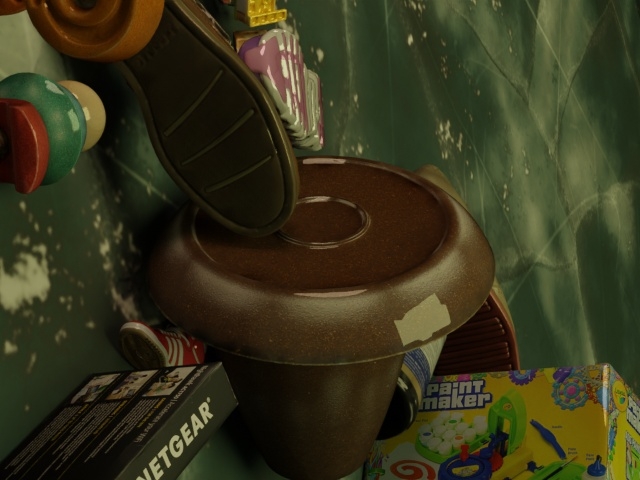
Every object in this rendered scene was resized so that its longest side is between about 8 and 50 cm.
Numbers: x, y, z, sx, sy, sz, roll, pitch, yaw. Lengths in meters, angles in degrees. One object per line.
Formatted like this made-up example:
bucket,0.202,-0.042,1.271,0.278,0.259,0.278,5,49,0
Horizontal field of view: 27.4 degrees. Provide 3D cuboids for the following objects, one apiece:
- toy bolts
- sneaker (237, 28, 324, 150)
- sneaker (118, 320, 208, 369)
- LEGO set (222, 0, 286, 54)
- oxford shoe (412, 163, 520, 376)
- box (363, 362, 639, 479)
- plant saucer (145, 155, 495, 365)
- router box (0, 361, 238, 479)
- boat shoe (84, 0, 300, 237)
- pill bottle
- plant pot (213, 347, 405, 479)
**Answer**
toy bolts,-0.193,-0.150,0.980,0.158,0.218,0.228,-38,134,-65
sneaker,-0.059,-0.134,1.260,0.236,0.104,0.095,46,42,-80
sneaker,-0.137,0.088,1.163,0.118,0.042,0.067,60,39,-48
LEGO set,-0.111,-0.293,1.288,0.132,0.107,0.287,-47,138,-12
oxford shoe,0.189,0.062,1.693,0.130,0.123,0.348,-59,135,-57
box,0.211,0.305,1.491,0.177,0.290,0.279,42,49,-50
plant saucer,0.000,0.000,1.157,0.310,0.310,0.050,-53,150,-53
router box,-0.162,0.159,1.003,0.179,0.133,0.046,-48,124,-54
boat shoe,-0.111,-0.146,1.123,0.307,0.110,0.104,57,16,-5
pill bottle,0.076,0.109,1.467,0.123,0.122,0.219,65,32,-29
plant pot,-0.009,0.110,1.255,0.215,0.215,0.230,-49,143,-54
